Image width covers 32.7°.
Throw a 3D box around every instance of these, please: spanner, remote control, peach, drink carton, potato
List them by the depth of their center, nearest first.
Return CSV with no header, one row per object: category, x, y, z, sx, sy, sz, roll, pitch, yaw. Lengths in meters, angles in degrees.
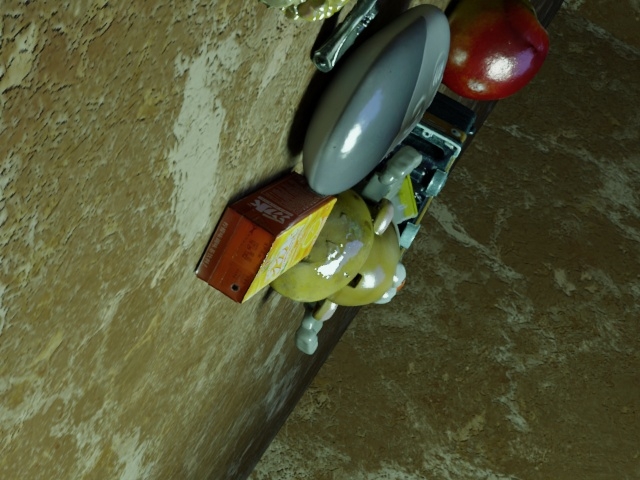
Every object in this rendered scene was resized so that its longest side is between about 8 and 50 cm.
spanner,0.059,-0.249,1.060,0.093,0.026,0.325,-52,-176,-24
drink carton,-0.060,-0.009,1.291,0.096,0.071,0.223,-62,170,22
remote control,0.073,-0.177,1.355,0.332,0.103,0.221,-44,161,-54
potato,0.000,0.000,1.475,0.137,0.137,0.176,95,17,-72
peach,0.275,-0.319,1.806,0.197,0.197,0.197,-57,171,-13

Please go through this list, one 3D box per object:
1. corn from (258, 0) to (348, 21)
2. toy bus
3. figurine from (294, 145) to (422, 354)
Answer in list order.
corn,0.038,-0.271,0.884,0.288,0.086,0.086,-55,171,-34
toy bus,0.150,-0.122,1.867,0.167,0.138,0.275,-58,175,-48
figurine,0.056,0.010,1.669,0.285,0.167,0.343,-55,153,-75
